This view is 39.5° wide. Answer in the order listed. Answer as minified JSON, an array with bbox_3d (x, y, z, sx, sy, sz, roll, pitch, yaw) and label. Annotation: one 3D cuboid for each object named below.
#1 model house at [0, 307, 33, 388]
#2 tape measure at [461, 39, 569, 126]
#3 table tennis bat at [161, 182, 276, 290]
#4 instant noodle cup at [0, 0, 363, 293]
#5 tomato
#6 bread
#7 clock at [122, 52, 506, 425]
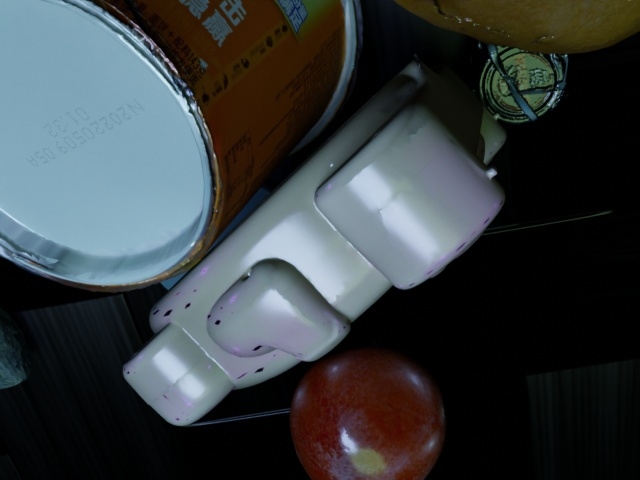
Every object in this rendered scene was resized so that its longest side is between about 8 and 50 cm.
[{"bbox_3d":[-0.335,0.115,0.901,0.066,0.078,0.083,-19,124,12],"label":"model house"},{"bbox_3d":[0.166,-0.146,0.760,0.091,0.054,0.094,-4,118,2],"label":"tape measure"},{"bbox_3d":[-0.050,0.009,0.866,0.244,0.040,0.153,4,120,-2],"label":"table tennis bat"},{"bbox_3d":[-0.135,-0.116,0.624,0.296,0.214,0.296,10,129,13],"label":"instant noodle cup"},{"bbox_3d":[0.045,0.197,0.931,0.167,0.167,0.167,-1,124,-2],"label":"tomato"},{"bbox_3d":[0.141,-0.245,0.641,0.270,0.142,0.195,18,123,-15],"label":"bread"},{"bbox_3d":[0.000,0.000,0.694,0.309,0.284,0.114,-41,97,21],"label":"clock"}]
